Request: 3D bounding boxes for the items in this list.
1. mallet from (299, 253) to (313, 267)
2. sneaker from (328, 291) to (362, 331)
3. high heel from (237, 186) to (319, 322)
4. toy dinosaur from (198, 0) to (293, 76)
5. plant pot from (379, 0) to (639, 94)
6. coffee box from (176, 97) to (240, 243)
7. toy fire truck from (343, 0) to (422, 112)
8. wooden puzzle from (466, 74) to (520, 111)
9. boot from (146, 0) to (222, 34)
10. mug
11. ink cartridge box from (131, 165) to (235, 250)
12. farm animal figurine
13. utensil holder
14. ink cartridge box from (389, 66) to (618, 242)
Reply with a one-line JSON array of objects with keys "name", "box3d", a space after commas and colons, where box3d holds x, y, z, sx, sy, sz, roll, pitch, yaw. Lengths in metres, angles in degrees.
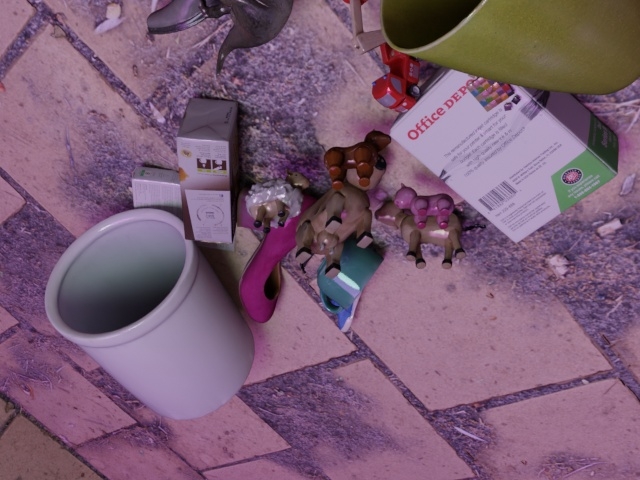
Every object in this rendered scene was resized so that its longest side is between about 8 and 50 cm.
[{"name": "mallet", "box3d": [0.000, 0.000, 1.491, 0.039, 0.062, 0.189, 34, 150, -3]}, {"name": "sneaker", "box3d": [0.039, 0.132, 1.564, 0.084, 0.058, 0.152, 17, 130, 3]}, {"name": "high heel", "box3d": [-0.075, 0.055, 1.512, 0.181, 0.127, 0.377, 10, 136, 12]}, {"name": "toy dinosaur", "box3d": [-0.099, -0.376, 1.067, 0.160, 0.121, 0.313, 25, 113, 4]}, {"name": "plant pot", "box3d": [0.271, -0.298, 0.868, 0.293, 0.275, 0.275, 19, 141, -28]}, {"name": "coffee box", "box3d": [-0.211, -0.131, 1.379, 0.098, 0.141, 0.246, 4, 131, 0]}, {"name": "toy fire truck", "box3d": [0.093, -0.303, 1.091, 0.135, 0.192, 0.047, 17, 162, -28]}, {"name": "wooden puzzle", "box3d": [0.243, -0.215, 1.021, 0.083, 0.006, 0.049, 45, 128, -16]}, {"name": "boot", "box3d": [-0.207, -0.445, 1.166, 0.246, 0.083, 0.161, -13, 118, 25]}, {"name": "mug", "box3d": [0.045, 0.071, 1.445, 0.097, 0.129, 0.158, 37, 92, 4]}, {"name": "ink cartridge box", "box3d": [-0.295, -0.068, 1.571, 0.225, 0.056, 0.181, 6, 134, -4]}, {"name": "farm animal figurine", "box3d": [0.079, -0.061, 1.296, 0.327, 0.172, 0.330, -28, 127, 27]}, {"name": "utensil holder", "box3d": [-0.348, 0.172, 1.566, 0.328, 0.327, 0.385, 3, 144, 24]}, {"name": "ink cartridge box", "box3d": [0.289, -0.167, 1.132, 0.289, 0.121, 0.211, 39, 134, -10]}]
